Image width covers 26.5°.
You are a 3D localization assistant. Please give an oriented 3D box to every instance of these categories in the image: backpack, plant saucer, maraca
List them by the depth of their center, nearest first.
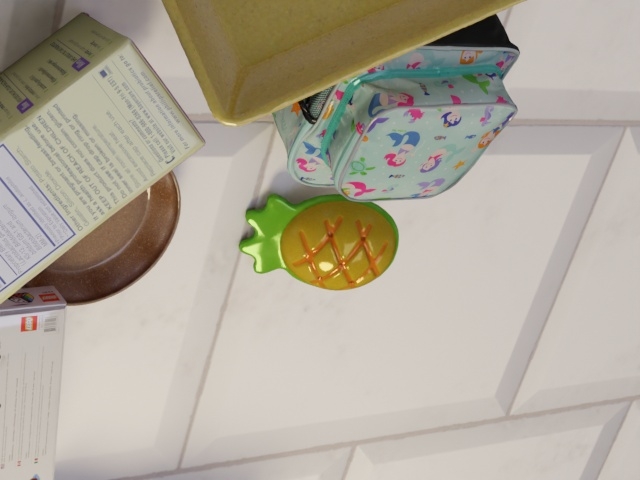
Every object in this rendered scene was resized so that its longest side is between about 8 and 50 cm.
[{"bbox_3d":[-0.008,-0.314,1.230,0.333,0.081,0.333,-24,97,-5],"label":"plant saucer"},{"bbox_3d":[-0.242,-0.023,1.417,0.199,0.036,0.198,-21,132,-25],"label":"plant saucer"},{"bbox_3d":[0.070,-0.147,1.430,0.225,0.191,0.253,-4,155,-29],"label":"backpack"},{"bbox_3d":[0.000,0.000,1.579,0.186,0.099,0.127,7,117,-11],"label":"maraca"}]

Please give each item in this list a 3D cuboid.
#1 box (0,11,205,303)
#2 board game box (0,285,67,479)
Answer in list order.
[{"bbox_3d":[-0.255,-0.078,1.220,0.243,0.213,0.117,-38,115,-8],"label":"box"},{"bbox_3d":[-0.371,0.199,1.406,0.193,0.053,0.305,-4,117,-29],"label":"board game box"}]
